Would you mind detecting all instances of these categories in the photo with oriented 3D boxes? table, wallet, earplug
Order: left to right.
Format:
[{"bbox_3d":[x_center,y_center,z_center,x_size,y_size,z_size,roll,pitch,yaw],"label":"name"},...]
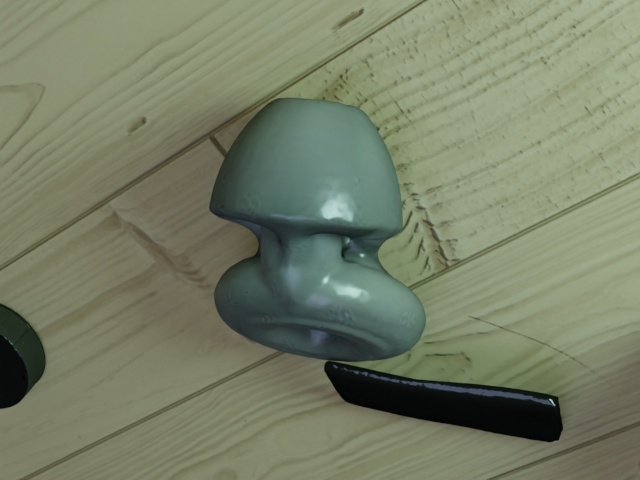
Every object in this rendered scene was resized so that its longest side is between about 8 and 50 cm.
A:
[{"bbox_3d":[-0.399,0.137,1.658,0.133,0.043,0.133,10,124,15],"label":"table"},{"bbox_3d":[-0.003,0.008,1.360,0.214,0.175,0.325,4,132,14],"label":"earplug"},{"bbox_3d":[0.130,0.169,1.449,0.244,0.025,0.124,9,159,15],"label":"wallet"}]
